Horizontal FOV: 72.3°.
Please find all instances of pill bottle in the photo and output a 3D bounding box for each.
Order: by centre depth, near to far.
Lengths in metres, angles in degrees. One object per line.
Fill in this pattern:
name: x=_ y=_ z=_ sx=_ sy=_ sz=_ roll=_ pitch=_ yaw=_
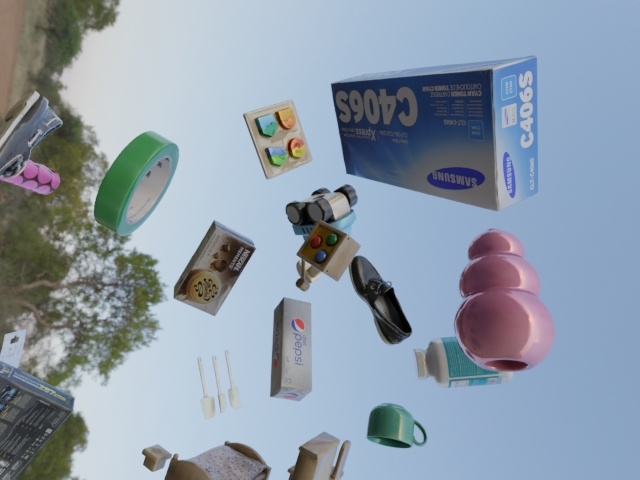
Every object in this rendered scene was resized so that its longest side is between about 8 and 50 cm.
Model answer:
pill bottle: x=0.414 y=0.357 z=1.297 sx=0.146 sy=0.264 sz=0.146 roll=-5 pitch=90 yaw=-86

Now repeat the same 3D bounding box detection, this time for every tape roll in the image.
tape roll: x=-0.544 y=-0.169 z=1.316 sx=0.321 sy=0.077 sz=0.321 roll=-59 pitch=-175 yaw=9

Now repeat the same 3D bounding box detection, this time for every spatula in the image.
spatula: x=-0.415 y=0.578 z=1.773 sx=0.019 sy=0.168 sz=0.242 roll=-24 pitch=-104 yaw=52

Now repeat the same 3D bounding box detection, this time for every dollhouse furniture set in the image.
dollhouse furniture set: x=-0.148 y=0.461 z=0.985 sx=0.355 sy=0.303 sz=0.174 roll=17 pitch=-92 yaw=27

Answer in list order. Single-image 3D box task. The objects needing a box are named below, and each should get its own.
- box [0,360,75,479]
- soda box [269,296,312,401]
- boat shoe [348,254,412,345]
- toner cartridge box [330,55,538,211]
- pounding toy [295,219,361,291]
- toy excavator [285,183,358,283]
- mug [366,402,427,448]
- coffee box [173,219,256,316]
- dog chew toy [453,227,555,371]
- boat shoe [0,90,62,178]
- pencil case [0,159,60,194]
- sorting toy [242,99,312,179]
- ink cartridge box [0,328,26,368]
box: x=-0.676 y=0.394 z=0.920 sx=0.233 sy=0.183 sz=0.059 roll=-51 pitch=-153 yaw=-6
soda box: x=-0.085 y=0.317 z=1.298 sx=0.091 sy=0.098 sz=0.286 roll=-53 pitch=-151 yaw=43
boat shoe: x=0.213 y=0.195 z=1.513 sx=0.113 sy=0.127 sz=0.340 roll=-32 pitch=-103 yaw=51
toner cartridge box: x=0.142 y=-0.162 z=0.642 sx=0.348 sy=0.075 sz=0.165 roll=28 pitch=-44 yaw=58
pounding toy: x=-0.019 y=0.049 z=1.287 sx=0.181 sy=0.094 sz=0.206 roll=30 pitch=-95 yaw=43
toy excavator: x=0.000 y=0.000 z=2.012 sx=0.432 sy=0.222 sz=0.445 roll=0 pitch=-67 yaw=47
mug: x=0.209 y=0.525 z=1.243 sx=0.129 sy=0.157 sz=0.097 roll=-30 pitch=-142 yaw=47
coffee box: x=-0.385 y=0.099 z=1.591 sx=0.297 sy=0.168 sz=0.119 roll=-57 pitch=-156 yaw=5
dog chew toy: x=0.411 y=0.122 z=1.006 sx=0.206 sy=0.206 sz=0.332 roll=-28 pitch=-135 yaw=46
boat shoe: x=-0.641 y=-0.206 z=0.939 sx=0.112 sy=0.095 sz=0.335 roll=-26 pitch=-137 yaw=16
pencil case: x=-0.809 y=-0.191 z=1.178 sx=0.095 sy=0.098 sz=0.209 roll=-63 pitch=172 yaw=-8
sorting toy: x=-0.113 y=-0.298 z=1.274 sx=0.038 sy=0.208 sz=0.193 roll=-4 pitch=-69 yaw=45
ink cartridge box: x=-0.767 y=0.304 z=1.041 sx=0.145 sy=0.045 sz=0.179 roll=161 pitch=-63 yaw=-72
